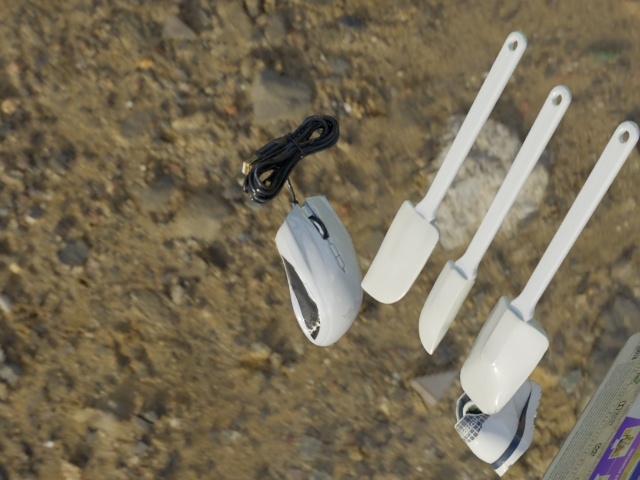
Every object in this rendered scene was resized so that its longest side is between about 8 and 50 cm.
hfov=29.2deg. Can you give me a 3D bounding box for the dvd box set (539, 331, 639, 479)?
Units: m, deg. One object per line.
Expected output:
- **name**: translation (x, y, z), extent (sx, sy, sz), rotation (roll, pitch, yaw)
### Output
- **dvd box set**: translation (0.341, 0.153, 0.951), extent (0.062, 0.420, 0.307), rotation (47, 57, -10)

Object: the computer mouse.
- **computer mouse**: translation (0.000, 0.000, 1.024), extent (0.042, 0.193, 0.106), rotation (3, 29, 43)

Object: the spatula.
- **spatula**: translation (0.129, -0.013, 0.885), extent (0.168, 0.019, 0.242), rotation (49, 122, 39)

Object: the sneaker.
- **sneaker**: translation (0.234, 0.221, 1.652), extent (0.095, 0.235, 0.090), rotation (34, 108, 0)
